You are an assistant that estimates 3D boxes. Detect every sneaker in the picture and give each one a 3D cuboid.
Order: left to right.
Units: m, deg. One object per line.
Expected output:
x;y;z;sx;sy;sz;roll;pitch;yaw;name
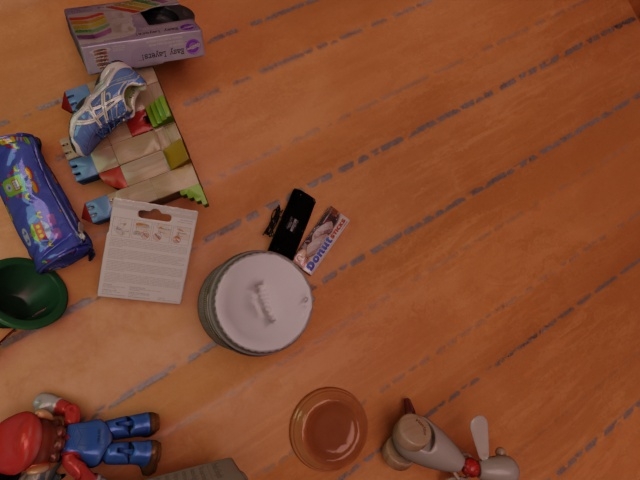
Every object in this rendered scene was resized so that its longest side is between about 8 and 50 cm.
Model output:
-0.430;-0.260;1.129;0.081;0.080;0.211;29;90;11;sneaker

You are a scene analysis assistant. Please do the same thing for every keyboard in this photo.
-0.086;-0.042;1.389;0.100;0.038;0.191;33;65;-27;keyboard

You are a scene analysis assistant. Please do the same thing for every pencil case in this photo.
-0.595;-0.081;1.185;0.133;0.119;0.305;-26;90;15;pencil case

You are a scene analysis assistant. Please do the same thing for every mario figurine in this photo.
-0.502;0.420;1.140;0.321;0.198;0.169;10;97;-28;mario figurine

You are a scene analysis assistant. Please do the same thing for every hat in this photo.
-0.669;0.161;1.182;0.173;0.183;0.208;49;29;1;hat

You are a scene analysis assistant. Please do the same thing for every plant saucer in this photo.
0.025;0.457;1.350;0.200;0.037;0.199;3;81;-17;plant saucer

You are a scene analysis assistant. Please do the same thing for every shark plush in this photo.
-0.567;0.483;1.171;0.067;0.073;0.161;53;49;-25;shark plush

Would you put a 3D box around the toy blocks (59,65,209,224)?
-0.440;-0.206;1.242;0.261;0.191;0.381;-22;90;-8;toy blocks

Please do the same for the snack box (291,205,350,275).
0.000;0.000;1.413;0.064;0.022;0.178;37;74;-8;snack box

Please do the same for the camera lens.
-0.148;0.137;1.215;0.220;0.274;0.219;2;82;-17;camera lens

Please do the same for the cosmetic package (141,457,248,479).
-0.289;0.599;0.929;0.394;0.329;0.327;-8;83;-17;cosmetic package

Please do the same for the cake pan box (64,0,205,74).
-0.412;-0.466;1.251;0.267;0.070;0.245;-16;47;-19;cake pan box

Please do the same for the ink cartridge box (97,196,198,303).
-0.378;0.023;1.229;0.181;0.056;0.224;9;102;-20;ink cartridge box

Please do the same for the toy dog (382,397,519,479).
0.308;0.490;1.373;0.334;0.220;0.160;32;43;-18;toy dog

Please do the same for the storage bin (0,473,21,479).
-0.692;0.464;1.071;0.180;0.122;0.084;23;77;-4;storage bin
